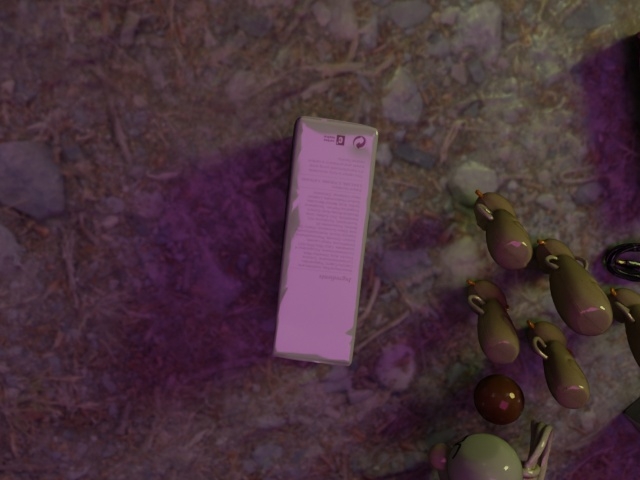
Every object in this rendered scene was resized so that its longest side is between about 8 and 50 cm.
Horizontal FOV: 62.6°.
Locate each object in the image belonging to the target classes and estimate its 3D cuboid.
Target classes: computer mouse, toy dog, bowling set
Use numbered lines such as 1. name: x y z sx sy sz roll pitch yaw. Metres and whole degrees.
1. computer mouse: 0.463 0.046 0.640 0.242 0.041 0.071 17 114 -1
2. toy dog: 0.140 0.349 0.603 0.161 0.220 0.334 12 97 33
3. bowling set: 0.230 0.091 0.593 0.287 0.154 0.200 38 115 -10

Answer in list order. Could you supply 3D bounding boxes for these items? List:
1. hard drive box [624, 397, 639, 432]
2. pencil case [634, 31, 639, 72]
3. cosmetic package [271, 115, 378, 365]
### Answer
1. hard drive box: 0.502 0.286 0.604 0.089 0.181 0.232 -42 100 2
2. pencil case: 0.415 -0.141 0.577 0.098 0.095 0.209 -10 104 34
3. cosmetic package: 0.000 0.000 0.550 0.085 0.117 0.231 7 92 -4
